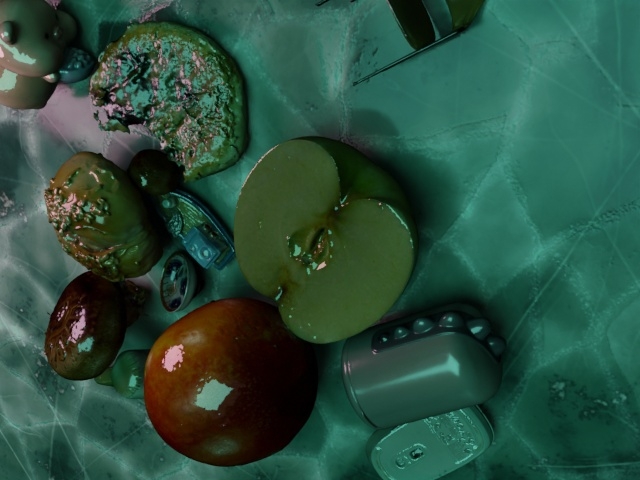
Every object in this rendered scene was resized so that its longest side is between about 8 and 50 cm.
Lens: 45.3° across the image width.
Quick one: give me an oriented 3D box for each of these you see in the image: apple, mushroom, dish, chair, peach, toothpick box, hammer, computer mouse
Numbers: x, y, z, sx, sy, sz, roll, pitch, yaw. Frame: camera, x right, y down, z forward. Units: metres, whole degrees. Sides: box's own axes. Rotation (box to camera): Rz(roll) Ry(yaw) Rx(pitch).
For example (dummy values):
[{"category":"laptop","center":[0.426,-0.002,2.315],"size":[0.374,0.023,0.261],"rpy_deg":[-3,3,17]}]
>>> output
[{"category":"apple","center":[0.000,0.000,1.489],"size":[0.311,0.320,0.360],"rpy_deg":[17,128,-25]},{"category":"mushroom","center":[-0.544,0.192,1.817],"size":[0.278,0.297,0.163],"rpy_deg":[-48,123,-2]},{"category":"dish","center":[-0.310,0.101,1.793],"size":[0.141,0.078,0.141],"rpy_deg":[-14,72,50]},{"category":"chair","center":[0.154,-0.405,1.341],"size":[0.247,0.172,0.159],"rpy_deg":[-21,98,36]},{"category":"peach","center":[-0.176,0.294,1.629],"size":[0.388,0.388,0.388],"rpy_deg":[9,112,22]},{"category":"mushroom","center":[-0.366,-0.147,1.688],"size":[0.127,0.127,0.087],"rpy_deg":[39,124,7]},{"category":"toothpick box","center":[0.213,0.234,1.514],"size":[0.316,0.229,0.229],"rpy_deg":[-22,99,29]},{"category":"hammer","center":[-0.469,0.339,1.906],"size":[0.335,0.206,0.119],"rpy_deg":[-16,72,44]},{"category":"computer mouse","center":[0.230,0.428,1.650],"size":[0.288,0.097,0.159],"rpy_deg":[-36,90,19]}]

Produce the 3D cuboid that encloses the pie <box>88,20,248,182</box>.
[{"category":"pie","center":[-0.306,-0.300,1.611],"size":[0.371,0.078,0.296],"rpy_deg":[33,107,4]}]

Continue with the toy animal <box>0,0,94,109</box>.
[{"category":"toy animal","center":[-0.643,-0.412,1.676],"size":[0.221,0.210,0.229],"rpy_deg":[-20,136,24]}]

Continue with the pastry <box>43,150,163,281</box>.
[{"category":"pastry","center":[-0.494,-0.036,1.702],"size":[0.284,0.184,0.316],"rpy_deg":[35,150,36]}]

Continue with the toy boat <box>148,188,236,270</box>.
[{"category":"toy boat","center":[-0.294,-0.031,1.714],"size":[0.238,0.098,0.109],"rpy_deg":[45,117,4]}]
